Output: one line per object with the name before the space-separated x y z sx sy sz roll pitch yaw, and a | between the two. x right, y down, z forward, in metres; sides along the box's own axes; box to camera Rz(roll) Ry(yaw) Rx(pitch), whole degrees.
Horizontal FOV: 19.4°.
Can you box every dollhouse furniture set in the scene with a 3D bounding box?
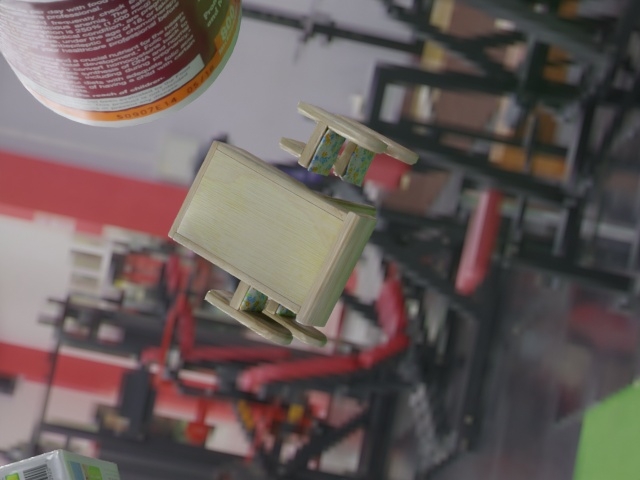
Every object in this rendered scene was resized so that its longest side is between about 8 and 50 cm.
dollhouse furniture set | 0.000 0.000 1.739 0.242 0.161 0.212 10 -72 -63

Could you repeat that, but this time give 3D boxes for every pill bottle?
pill bottle | -0.199 -0.263 1.533 0.392 0.224 0.224 72 -153 -71

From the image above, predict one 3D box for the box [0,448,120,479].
box | -0.200 0.225 1.367 0.203 0.103 0.114 63 -170 -80
